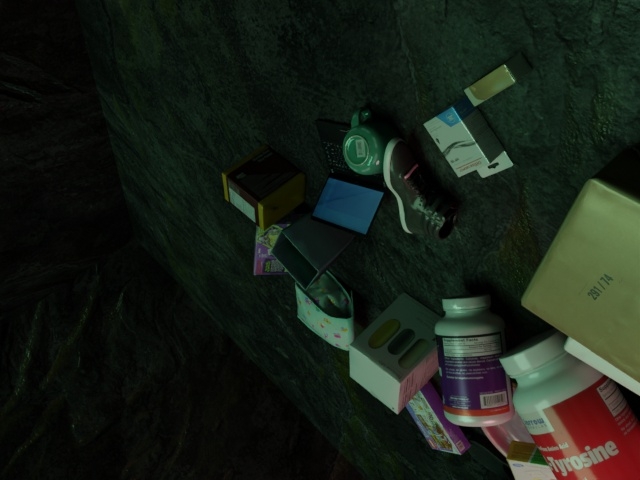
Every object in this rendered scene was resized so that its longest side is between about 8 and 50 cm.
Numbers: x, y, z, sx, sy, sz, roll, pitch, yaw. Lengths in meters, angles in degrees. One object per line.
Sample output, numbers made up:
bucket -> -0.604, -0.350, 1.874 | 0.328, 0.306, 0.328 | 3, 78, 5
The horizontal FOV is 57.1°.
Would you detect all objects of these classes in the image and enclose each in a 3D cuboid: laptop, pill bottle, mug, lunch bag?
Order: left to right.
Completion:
lunch bag -> 0.039, 0.261, 2.153 | 0.262, 0.160, 0.223 | 40, 151, 32
laptop -> 0.056, -0.173, 1.615 | 0.234, 0.137, 0.264 | 21, 140, 44
mug -> 0.110, -0.236, 1.453 | 0.157, 0.097, 0.129 | 48, 130, 22
pill bottle -> 0.398, 0.306, 1.536 | 0.181, 0.182, 0.322 | -11, 84, 60
pill bottle -> 0.600, 0.417, 1.368 | 0.407, 0.229, 0.229 | 61, 155, 12

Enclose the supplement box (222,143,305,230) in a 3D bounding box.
supplement box -> -0.183, -0.175, 1.915 | 0.194, 0.191, 0.129 | 39, 150, 23

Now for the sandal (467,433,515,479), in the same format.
sandal -> 0.655, 0.801, 1.925 | 0.446, 0.107, 0.167 | 20, 139, 47

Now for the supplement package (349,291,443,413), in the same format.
supplement package -> 0.248, 0.345, 1.817 | 0.199, 0.263, 0.198 | 34, 149, 29

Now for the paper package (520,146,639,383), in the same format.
paper package -> 0.563, 0.055, 1.021 | 0.309, 0.168, 0.324 | 37, 137, 27

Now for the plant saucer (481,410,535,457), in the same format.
plant saucer -> 0.618, 0.564, 1.719 | 0.332, 0.084, 0.332 | 37, 151, 25

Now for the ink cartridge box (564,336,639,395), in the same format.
ink cartridge box -> 0.673, 0.188, 1.172 | 0.296, 0.066, 0.261 | 34, 126, 38

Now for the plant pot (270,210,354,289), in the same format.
plant pot -> 0.000, 0.000, 1.804 | 0.165, 0.234, 0.165 | 48, 152, 8

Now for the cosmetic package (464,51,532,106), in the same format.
cosmetic package -> 0.334, -0.304, 1.114 | 0.041, 0.060, 0.115 | 54, 151, -6

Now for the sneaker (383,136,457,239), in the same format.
sneaker -> 0.252, -0.120, 1.428 | 0.147, 0.104, 0.295 | 21, 146, 42

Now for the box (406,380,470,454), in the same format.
box -> 0.392, 0.621, 2.117 | 0.293, 0.057, 0.201 | 58, 157, 1

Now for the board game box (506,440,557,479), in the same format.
board game box -> 0.670, 0.685, 1.610 | 0.242, 0.064, 0.316 | -3, 127, 34

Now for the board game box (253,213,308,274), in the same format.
board game box -> -0.128, 0.019, 2.080 | 0.346, 0.208, 0.056 | 105, 157, -57

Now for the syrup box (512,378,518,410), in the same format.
syrup box -> 0.508, 0.390, 1.642 | 0.237, 0.096, 0.093 | 15, 121, 48

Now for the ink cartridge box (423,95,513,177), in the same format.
ink cartridge box -> 0.316, -0.206, 1.259 | 0.180, 0.060, 0.104 | 54, 152, -6
